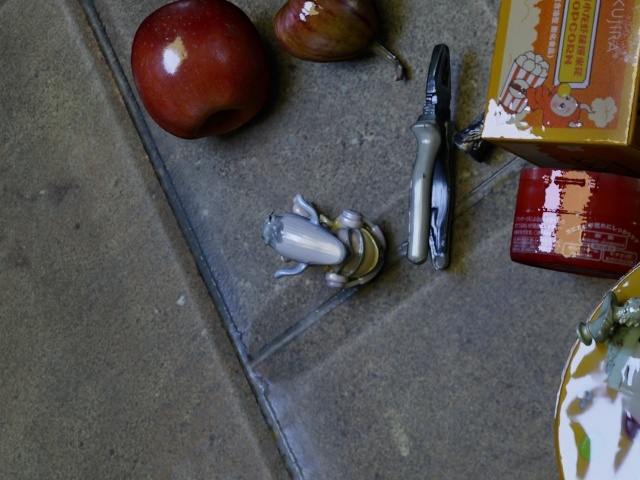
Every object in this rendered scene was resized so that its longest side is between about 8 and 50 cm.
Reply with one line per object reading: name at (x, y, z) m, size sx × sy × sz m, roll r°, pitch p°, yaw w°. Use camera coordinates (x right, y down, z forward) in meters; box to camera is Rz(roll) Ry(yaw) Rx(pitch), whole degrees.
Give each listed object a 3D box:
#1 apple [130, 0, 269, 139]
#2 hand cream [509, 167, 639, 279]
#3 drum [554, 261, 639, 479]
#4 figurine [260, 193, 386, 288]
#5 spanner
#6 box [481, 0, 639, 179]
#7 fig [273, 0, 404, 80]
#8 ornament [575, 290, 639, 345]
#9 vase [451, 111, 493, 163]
apple at (-0.190, -0.274, 2.108) m, size 0.218 × 0.218 × 0.201 m, roll -28°, pitch 74°, yaw 28°
hand cream at (0.340, -0.020, 1.705) m, size 0.193 × 0.193 × 0.125 m, roll 8°, pitch 87°, yaw 36°
drum at (0.483, 0.209, 1.477) m, size 0.431 × 0.214 × 0.431 m, roll -27°, pitch 50°, yaw 36°
figurine at (0.000, 0.000, 1.978) m, size 0.208 × 0.184 × 0.128 m, roll -139°, pitch 63°, yaw -71°
spanner at (0.162, -0.122, 1.907) m, size 0.040 × 0.096 × 0.324 m, roll -1°, pitch 81°, yaw 34°
box at (0.367, -0.230, 1.685) m, size 0.214 × 0.259 × 0.283 m, roll 5°, pitch 84°, yaw 33°
fig at (0.030, -0.340, 2.022) m, size 0.202 × 0.148 × 0.149 m, roll 3°, pitch 122°, yaw 1°
ornament at (0.332, 0.088, 1.516) m, size 0.068 × 0.041 × 0.092 m, roll -53°, pitch 21°, yaw -24°
vase at (0.261, -0.186, 1.874) m, size 0.167 × 0.059 × 0.059 m, roll -48°, pitch 58°, yaw 18°
